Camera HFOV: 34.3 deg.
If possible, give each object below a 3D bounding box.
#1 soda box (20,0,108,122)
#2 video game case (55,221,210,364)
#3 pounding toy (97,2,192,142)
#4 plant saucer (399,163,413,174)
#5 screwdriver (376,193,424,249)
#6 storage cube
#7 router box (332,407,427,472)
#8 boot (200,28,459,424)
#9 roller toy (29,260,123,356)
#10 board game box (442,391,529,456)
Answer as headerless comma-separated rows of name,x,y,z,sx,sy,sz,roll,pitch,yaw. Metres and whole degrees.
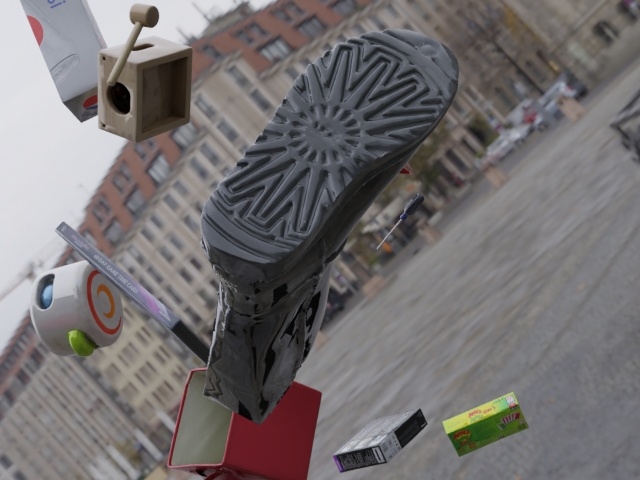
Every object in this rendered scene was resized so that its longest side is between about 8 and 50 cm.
soda box,-0.421,-0.346,1.728,0.098,0.286,0.091,-25,-17,0
video game case,-0.283,0.089,1.626,0.026,0.274,0.196,-48,-26,-10
pounding toy,-0.287,-0.263,1.569,0.181,0.094,0.206,-31,-45,-50
plant saucer,0.051,-0.194,2.237,0.258,0.259,0.048,20,-105,-70
screwdriver,0.159,-0.034,2.121,0.170,0.024,0.025,-52,0,32
storage cube,-0.139,0.349,1.912,0.183,0.193,0.215,-16,57,48
router box,0.128,0.422,2.197,0.133,0.046,0.179,-22,5,39
boot,-0.002,0.001,1.240,0.367,0.146,0.445,-44,-20,-24
roller toy,-0.526,0.147,2.224,0.146,0.191,0.209,-16,6,14
board game box,0.391,0.436,2.452,0.181,0.092,0.043,-24,35,6
